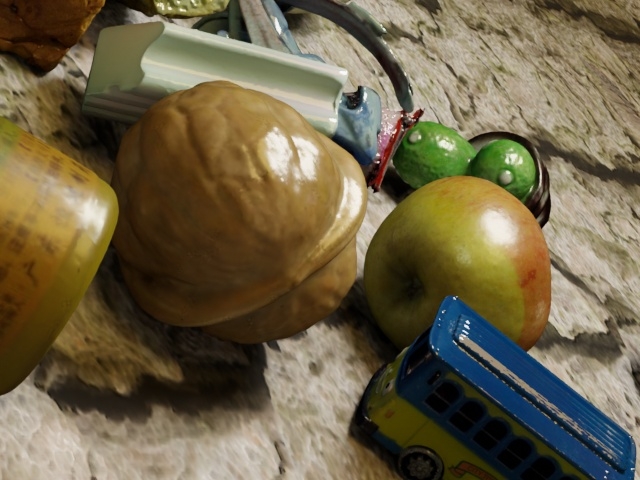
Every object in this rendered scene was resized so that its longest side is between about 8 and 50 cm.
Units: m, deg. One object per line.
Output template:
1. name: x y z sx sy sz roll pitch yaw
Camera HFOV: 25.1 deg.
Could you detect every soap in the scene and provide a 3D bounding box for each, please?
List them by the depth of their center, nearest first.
1. soap: -0.129 -0.178 1.708 0.289 0.173 0.095 13 77 -11

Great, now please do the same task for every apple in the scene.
1. apple: 0.169 0.043 1.785 0.194 0.261 0.261 -3 50 -38

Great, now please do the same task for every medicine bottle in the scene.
1. medicine bottle: -0.387 -0.045 1.242 0.384 0.224 0.224 31 30 -16

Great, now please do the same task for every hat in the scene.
1. hat: 0.014 -0.167 2.023 0.227 0.140 0.129 25 19 -3

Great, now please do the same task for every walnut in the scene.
1. walnut: -0.089 -0.027 1.545 0.285 0.285 0.296 -104 172 -47

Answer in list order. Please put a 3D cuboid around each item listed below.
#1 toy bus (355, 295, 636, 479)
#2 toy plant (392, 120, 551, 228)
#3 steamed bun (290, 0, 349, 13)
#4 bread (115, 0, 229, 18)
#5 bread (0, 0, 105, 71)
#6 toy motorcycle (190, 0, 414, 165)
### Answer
1. toy bus: 0.200 0.220 1.638 0.287 0.175 0.138 38 29 -5
2. toy plant: 0.232 -0.091 2.109 0.218 0.175 0.235 10 -18 36
3. steamed bun: -0.067 -0.482 2.240 0.333 0.233 0.312 16 39 -24
4. bread: -0.236 -0.370 1.912 0.152 0.130 0.267 45 -9 -35
5. bread: -0.341 -0.305 1.754 0.143 0.149 0.158 33 23 -19
6. toy motorcycle: -0.023 -0.211 1.894 0.319 0.241 0.182 56 15 9
